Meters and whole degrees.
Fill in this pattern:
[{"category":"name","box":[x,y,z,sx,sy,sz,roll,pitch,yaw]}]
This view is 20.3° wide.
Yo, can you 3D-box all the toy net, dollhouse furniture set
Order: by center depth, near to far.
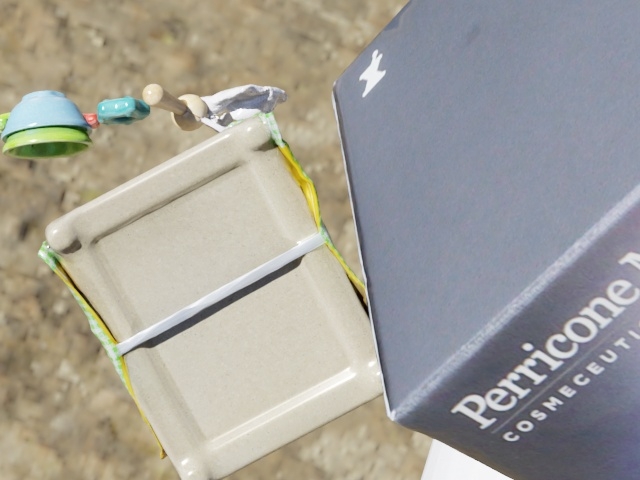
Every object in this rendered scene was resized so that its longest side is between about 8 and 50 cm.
[{"category":"dollhouse furniture set","box":[0.000,0.000,1.131,0.301,0.198,0.151,-27,12,0]},{"category":"toy net","box":[-0.138,-0.086,1.381,0.232,0.122,0.045,-3,80,-23]}]

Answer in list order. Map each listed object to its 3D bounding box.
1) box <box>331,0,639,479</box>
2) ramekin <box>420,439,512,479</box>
[{"category":"box","box":[0.210,-0.029,0.572,0.294,0.296,0.183,29,31,-26]},{"category":"ramekin","box":[0.167,0.160,0.847,0.277,0.135,0.277,13,-1,0]}]
